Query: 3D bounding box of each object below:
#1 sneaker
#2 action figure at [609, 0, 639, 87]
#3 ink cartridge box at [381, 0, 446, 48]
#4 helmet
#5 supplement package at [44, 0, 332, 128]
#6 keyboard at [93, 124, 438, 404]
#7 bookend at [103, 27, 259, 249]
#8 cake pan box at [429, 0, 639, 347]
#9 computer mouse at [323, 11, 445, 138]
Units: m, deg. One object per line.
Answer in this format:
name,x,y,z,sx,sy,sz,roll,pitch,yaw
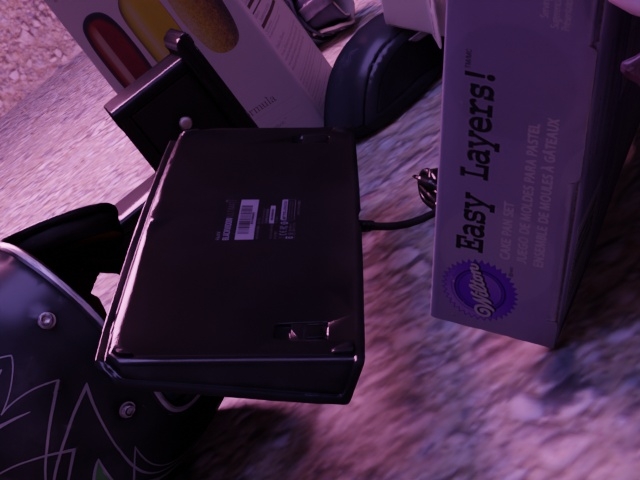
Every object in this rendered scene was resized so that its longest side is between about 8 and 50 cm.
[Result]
sneaker,-0.061,-0.206,1.328,0.163,0.086,0.226,-19,25,49
action figure,0.224,-0.189,0.460,0.248,0.275,0.370,22,87,50
ink cartridge box,0.105,-0.221,0.964,0.090,0.092,0.143,18,51,32
helmet,-0.135,0.071,0.685,0.169,0.169,0.161,-22,7,38
supplement package,-0.107,-0.175,1.090,0.139,0.244,0.134,-32,19,17
keyboard,0.000,0.000,0.693,0.201,0.033,0.317,-1,25,1
bookend,-0.117,-0.046,0.942,0.156,0.157,0.072,-38,18,-5
cake pan box,0.120,-0.121,0.583,0.070,0.267,0.246,14,43,19
computer mouse,0.070,-0.183,1.077,0.262,0.060,0.184,-43,20,-17
